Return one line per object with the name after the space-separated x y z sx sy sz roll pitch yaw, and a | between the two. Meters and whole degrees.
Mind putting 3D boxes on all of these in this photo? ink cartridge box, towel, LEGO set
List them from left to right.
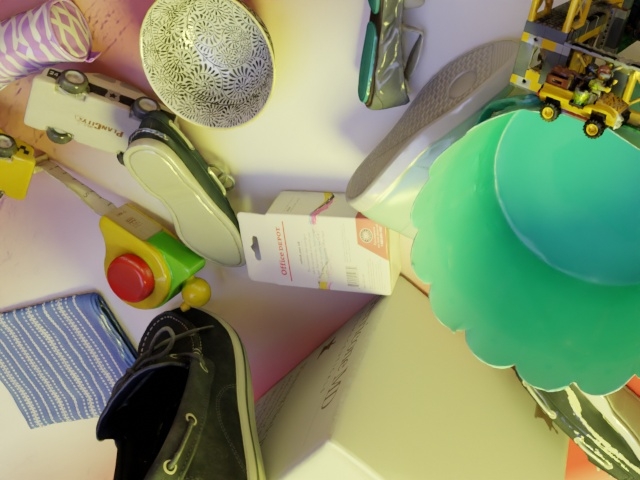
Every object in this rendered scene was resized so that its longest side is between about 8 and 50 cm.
-0.444 0.216 1.404 0.336 0.040 0.243 -14 115 29 | towel
0.000 0.000 1.066 0.198 0.067 0.115 4 123 18 | ink cartridge box
0.304 -0.215 0.662 0.255 0.331 0.192 34 132 32 | LEGO set

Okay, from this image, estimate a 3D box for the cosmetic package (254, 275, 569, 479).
0.069 0.335 1.094 0.327 0.329 0.394 40 126 -6 | cosmetic package

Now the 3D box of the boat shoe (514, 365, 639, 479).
0.374 0.245 1.057 0.091 0.114 0.302 -38 91 35 | boat shoe

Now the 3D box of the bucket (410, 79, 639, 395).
0.238 -0.018 0.775 0.281 0.183 0.281 17 124 28 | bucket

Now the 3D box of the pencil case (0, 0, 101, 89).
-0.389 -0.240 1.050 0.206 0.086 0.088 -12 120 28 | pencil case

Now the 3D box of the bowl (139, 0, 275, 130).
-0.118 -0.222 0.958 0.170 0.080 0.170 10 125 15 | bowl

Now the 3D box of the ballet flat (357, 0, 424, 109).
0.079 -0.243 0.885 0.068 0.072 0.213 -4 125 -8 | ballet flat

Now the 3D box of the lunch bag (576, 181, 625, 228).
0.393 -0.023 0.882 0.176 0.090 0.219 -25 111 30 | lunch bag

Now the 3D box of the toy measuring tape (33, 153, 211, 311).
-0.297 0.006 1.168 0.330 0.121 0.121 33 128 9 | toy measuring tape

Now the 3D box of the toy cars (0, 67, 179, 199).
-0.377 -0.151 1.084 0.393 0.087 0.176 -11 135 11 | toy cars

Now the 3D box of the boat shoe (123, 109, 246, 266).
-0.165 -0.060 1.069 0.095 0.079 0.254 -11 137 28 | boat shoe

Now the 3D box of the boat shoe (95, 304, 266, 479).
-0.191 0.208 1.042 0.156 0.500 0.187 32 102 -24 | boat shoe

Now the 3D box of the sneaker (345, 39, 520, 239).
0.164 -0.100 0.932 0.151 0.094 0.256 32 118 -25 | sneaker
